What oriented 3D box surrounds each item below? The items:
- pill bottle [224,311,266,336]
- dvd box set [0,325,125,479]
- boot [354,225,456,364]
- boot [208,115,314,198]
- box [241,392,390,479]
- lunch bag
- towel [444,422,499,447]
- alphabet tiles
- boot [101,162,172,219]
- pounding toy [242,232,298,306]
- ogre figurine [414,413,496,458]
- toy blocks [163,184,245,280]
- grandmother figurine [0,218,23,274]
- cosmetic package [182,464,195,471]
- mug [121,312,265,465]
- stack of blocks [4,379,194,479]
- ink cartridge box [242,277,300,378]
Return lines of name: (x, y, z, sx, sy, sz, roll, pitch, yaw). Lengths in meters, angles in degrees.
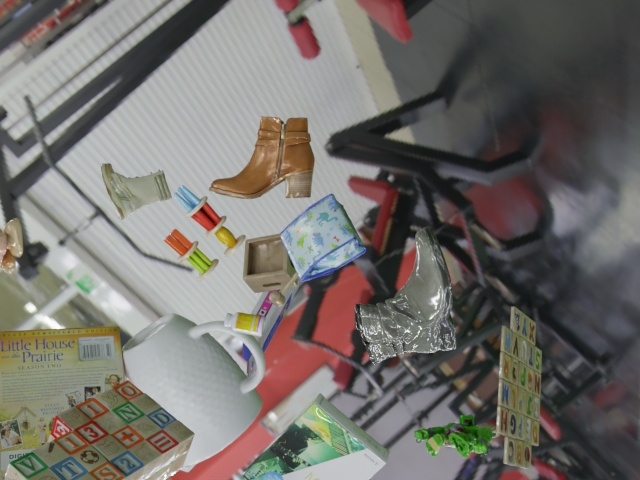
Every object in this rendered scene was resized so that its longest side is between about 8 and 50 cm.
pill bottle: (-0.161, 0.177, 1.738, 0.083, 0.043, 0.043, 10, 168, 6)
dvd box set: (-0.614, 0.406, 1.930, 0.062, 0.307, 0.420, 120, 141, -50)
boot: (0.130, 0.101, 1.318, 0.083, 0.161, 0.246, -99, -2, -58)
boot: (-0.158, -0.220, 2.161, 0.109, 0.283, 0.220, -47, -44, -85)
box: (-0.016, 0.562, 2.030, 0.232, 0.322, 0.058, 40, -158, -1)
lunch bag: (0.000, 0.000, 1.715, 0.129, 0.151, 0.096, 63, -172, 30)
towel: (0.396, 0.518, 2.156, 0.110, 0.148, 0.027, 144, 110, -80)
alphabet tiles: (0.451, 0.334, 1.832, 0.011, 0.342, 0.285, -3, 160, 30)
boot: (-0.516, -0.161, 2.277, 0.213, 0.165, 0.077, 56, 163, 39)
pounding toy: (-0.105, 0.092, 2.163, 0.094, 0.181, 0.206, 56, -151, -53)
ogre figurine: (0.338, 0.476, 1.971, 0.197, 0.118, 0.097, -28, 75, 44)
toy blocks: (-0.228, -0.017, 1.462, 0.148, 0.123, 0.054, 46, -168, -14)
grandmother figurine: (-0.732, 0.023, 1.475, 0.342, 0.208, 0.104, -1, -133, -37)
cosmetic package: (-0.417, 0.626, 2.669, 0.085, 0.117, 0.231, 28, -142, -15)
mug: (-0.313, 0.344, 2.095, 0.328, 0.374, 0.276, 56, -160, -12)
stack of blocks: (-0.375, 0.362, 1.349, 0.171, 0.087, 0.297, 32, -153, 21)
ink cartridge box: (-0.152, 0.221, 2.320, 0.069, 0.371, 0.176, 20, 146, 7)
